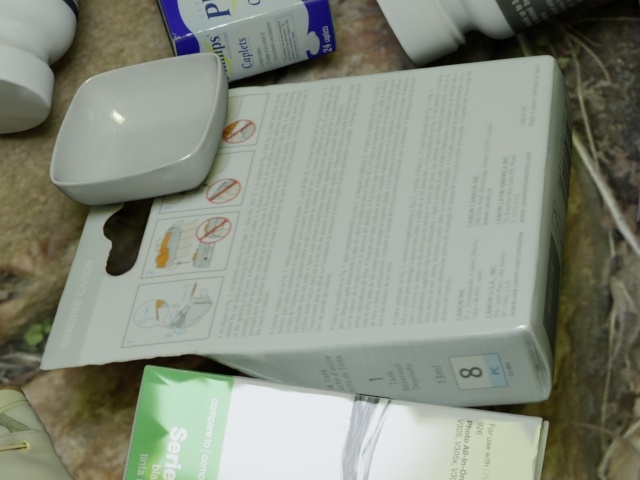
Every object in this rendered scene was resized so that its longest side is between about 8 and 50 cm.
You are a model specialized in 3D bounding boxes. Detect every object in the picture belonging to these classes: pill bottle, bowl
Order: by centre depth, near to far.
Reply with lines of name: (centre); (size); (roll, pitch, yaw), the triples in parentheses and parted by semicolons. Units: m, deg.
bowl: (-0.140, -0.083, 1.502); (0.142, 0.053, 0.142); (-10, 42, 20)
pill bottle: (0.176, -0.267, 1.529); (0.283, 0.161, 0.161); (-26, 69, 11)
pill bottle: (-0.278, -0.234, 1.569); (0.153, 0.153, 0.265); (2, 68, 3)

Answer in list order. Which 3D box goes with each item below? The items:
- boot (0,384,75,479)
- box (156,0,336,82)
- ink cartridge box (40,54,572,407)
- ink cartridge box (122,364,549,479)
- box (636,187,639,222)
boot: (-0.274, 0.225, 1.416); (0.213, 0.077, 0.165); (-31, 72, -30)
box: (-0.070, -0.210, 1.581); (0.137, 0.072, 0.126); (-17, 55, -4)
ink cartridge box: (0.000, 0.000, 1.462); (0.385, 0.091, 0.308); (-6, 44, 18)
ink cartridge box: (0.013, 0.189, 1.360); (0.289, 0.211, 0.122); (7, 72, 6)
box: (0.314, -0.102, 1.490); (0.091, 0.130, 0.170); (6, 82, 4)
